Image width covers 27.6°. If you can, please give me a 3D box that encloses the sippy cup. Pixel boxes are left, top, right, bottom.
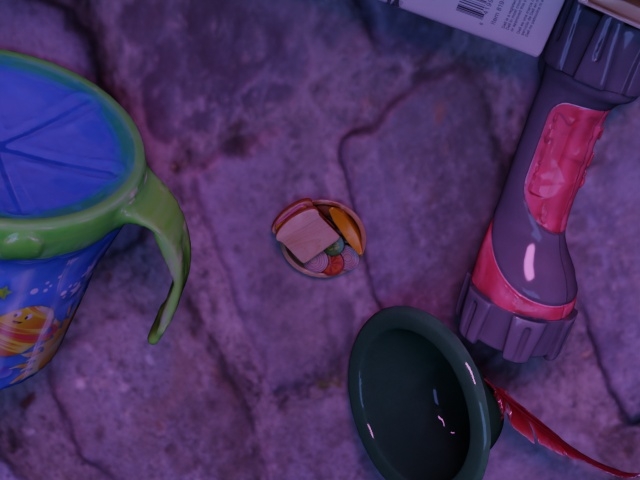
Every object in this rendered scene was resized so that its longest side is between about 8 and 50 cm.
[{"bbox_3d":[-0.277,-0.003,1.062,0.305,0.240,0.224,41,131,25],"label":"sippy cup"}]

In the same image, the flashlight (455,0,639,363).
[{"bbox_3d":[0.199,-0.047,1.070,0.103,0.103,0.304,15,117,-4],"label":"flashlight"}]

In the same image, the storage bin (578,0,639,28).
[{"bbox_3d":[0.357,-0.256,0.946,0.260,0.123,0.262,22,115,-8],"label":"storage bin"}]

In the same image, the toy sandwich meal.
[{"bbox_3d":[0.000,0.000,1.144,0.085,0.029,0.086,1,117,2],"label":"toy sandwich meal"}]

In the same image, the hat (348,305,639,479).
[{"bbox_3d":[0.152,0.146,1.209,0.173,0.183,0.209,-16,87,50],"label":"hat"}]

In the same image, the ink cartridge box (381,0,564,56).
[{"bbox_3d":[0.095,-0.250,0.980,0.208,0.087,0.153,19,116,-7],"label":"ink cartridge box"}]
